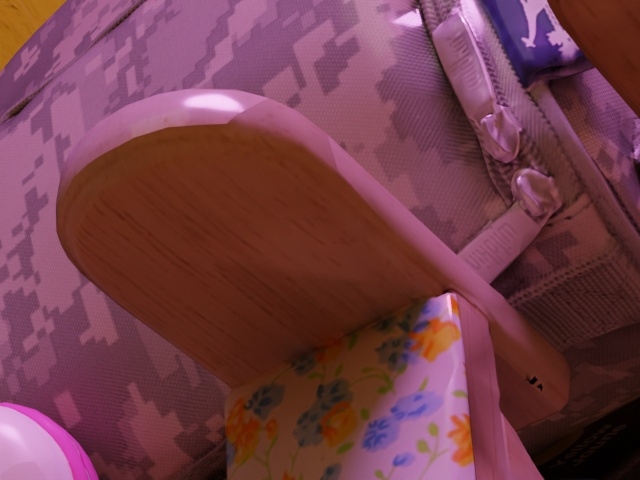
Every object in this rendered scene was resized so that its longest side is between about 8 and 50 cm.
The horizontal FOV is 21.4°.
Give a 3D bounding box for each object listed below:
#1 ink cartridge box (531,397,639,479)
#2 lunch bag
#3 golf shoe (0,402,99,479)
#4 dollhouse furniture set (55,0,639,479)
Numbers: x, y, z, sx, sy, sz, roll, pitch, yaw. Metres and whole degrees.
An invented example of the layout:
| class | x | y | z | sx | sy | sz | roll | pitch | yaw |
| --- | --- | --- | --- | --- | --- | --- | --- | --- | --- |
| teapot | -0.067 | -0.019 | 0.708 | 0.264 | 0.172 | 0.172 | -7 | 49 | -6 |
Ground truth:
| class | x | y | z | sx | sy | sz | roll | pitch | yaw |
| --- | --- | --- | --- | --- | --- | --- | --- | --- | --- |
| ink cartridge box | 0.019 | 0.146 | 0.642 | 0.303 | 0.072 | 0.307 | -36 | 5 | -23 |
| lunch bag | 0.000 | 0.000 | 0.586 | 0.305 | 0.212 | 0.256 | -37 | 26 | 27 |
| golf shoe | -0.202 | 0.128 | 0.447 | 0.306 | 0.115 | 0.140 | -29 | -25 | -3 |
| dollhouse furniture set | -0.048 | 0.123 | 0.268 | 0.394 | 0.256 | 0.362 | -28 | 43 | 26 |
